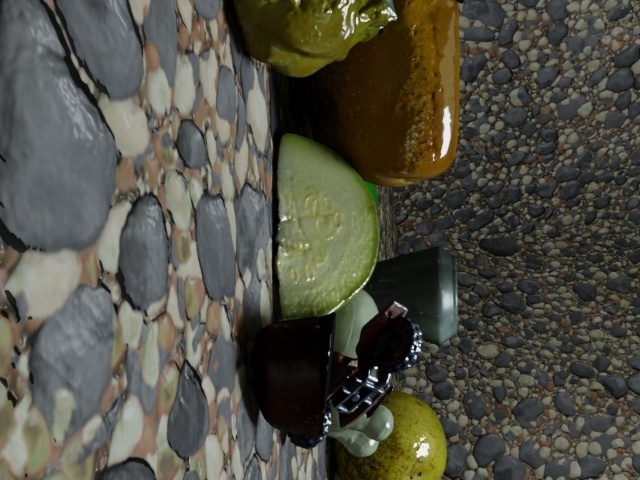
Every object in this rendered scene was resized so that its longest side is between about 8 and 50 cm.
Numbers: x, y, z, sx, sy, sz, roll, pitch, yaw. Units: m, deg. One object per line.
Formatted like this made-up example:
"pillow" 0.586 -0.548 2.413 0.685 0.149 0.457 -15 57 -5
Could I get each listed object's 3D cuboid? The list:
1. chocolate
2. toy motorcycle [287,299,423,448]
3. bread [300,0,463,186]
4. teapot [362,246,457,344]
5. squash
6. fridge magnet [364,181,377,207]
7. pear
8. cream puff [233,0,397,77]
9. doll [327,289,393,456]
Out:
"chocolate" -0.029 0.132 0.683 0.149 0.080 0.125 39 57 -88
"toy motorcycle" 0.029 0.148 0.784 0.084 0.212 0.118 33 24 -31
"bread" 0.065 -0.240 0.905 0.328 0.148 0.336 -134 -140 -71
"teapot" 0.130 0.108 1.192 0.171 0.225 0.203 -80 165 -44
"squash" 0.000 0.000 0.893 0.155 0.204 0.236 -18 -112 59
"fridge magnet" 0.060 -0.072 1.235 0.208 0.088 0.207 -4 90 -80
"pear" 0.108 0.343 1.115 0.197 0.198 0.197 -3 90 -80
"cream puff" 0.001 -0.316 0.686 0.282 0.185 0.281 -4 90 -78
"doll" 0.032 0.163 0.951 0.155 0.113 0.274 115 -25 -60
